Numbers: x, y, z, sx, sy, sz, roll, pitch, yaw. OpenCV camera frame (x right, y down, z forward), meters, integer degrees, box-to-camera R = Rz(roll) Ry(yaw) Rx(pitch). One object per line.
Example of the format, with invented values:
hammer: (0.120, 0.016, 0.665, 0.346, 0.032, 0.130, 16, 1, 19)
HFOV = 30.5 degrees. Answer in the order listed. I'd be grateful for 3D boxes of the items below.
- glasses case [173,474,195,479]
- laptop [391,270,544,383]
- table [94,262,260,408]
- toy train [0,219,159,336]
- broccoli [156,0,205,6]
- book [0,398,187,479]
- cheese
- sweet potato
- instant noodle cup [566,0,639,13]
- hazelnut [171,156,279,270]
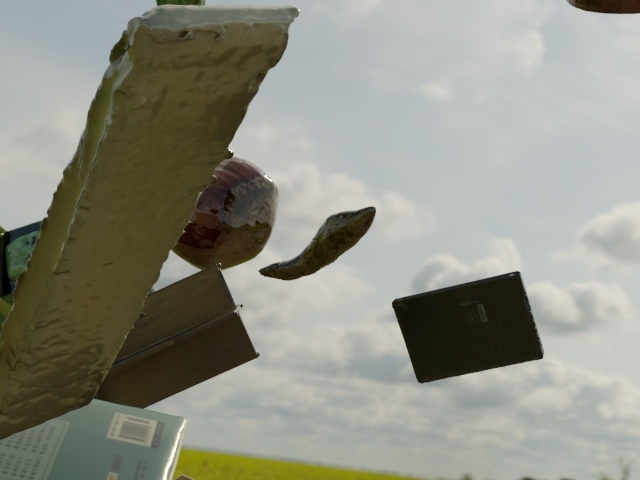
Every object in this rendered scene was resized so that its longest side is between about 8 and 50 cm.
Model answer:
glasses case: (-0.142, 0.341, 1.432, 0.102, 0.070, 0.193, -29, 14, -26)
laptop: (0.196, 0.118, 1.569, 0.180, 0.129, 0.016, -14, 14, 19)
table: (-0.207, 0.135, 1.526, 0.226, 0.167, 0.167, -24, -11, -1)
toy train: (-0.402, 0.094, 1.758, 0.253, 0.160, 0.397, -14, -31, 16)
broccoli: (-0.142, -0.284, 1.218, 0.194, 0.194, 0.220, 6, 15, 8)
book: (-0.317, 0.182, 1.038, 0.379, 0.031, 0.264, 14, 18, -3)
cheese: (-0.121, 0.011, 0.649, 0.085, 0.034, 0.400, -15, -26, -36)
sweet potato: (0.004, 0.004, 1.121, 0.041, 0.038, 0.153, 32, -46, -29)
instant noodle cup: (0.388, -0.390, 1.449, 0.234, 0.179, 0.235, -6, 26, 3)
hazelnut: (-0.177, -0.043, 1.968, 0.210, 0.210, 0.186, -5, -55, 49)
